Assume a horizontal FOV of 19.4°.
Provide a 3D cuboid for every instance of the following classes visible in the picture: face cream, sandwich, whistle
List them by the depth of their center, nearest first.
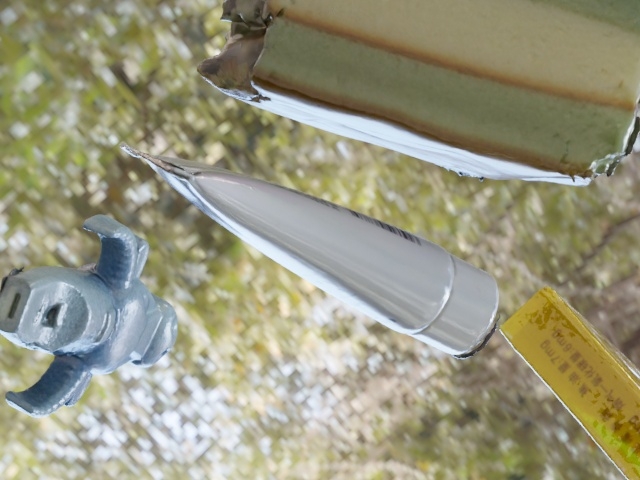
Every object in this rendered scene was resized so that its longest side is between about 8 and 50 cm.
[{"bbox_3d":[0.000,0.000,1.095,0.058,0.244,0.092,-65,-154,-1],"label":"face cream"},{"bbox_3d":[0.059,-0.133,1.150,0.227,0.198,0.155,14,-92,56],"label":"sandwich"},{"bbox_3d":[-0.202,0.065,1.615,0.093,0.269,0.180,26,-85,18],"label":"whistle"}]

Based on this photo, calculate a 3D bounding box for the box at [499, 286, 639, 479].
[{"bbox_3d":[0.202,0.143,0.908,0.043,0.152,0.269,-45,-128,6],"label":"box"}]
